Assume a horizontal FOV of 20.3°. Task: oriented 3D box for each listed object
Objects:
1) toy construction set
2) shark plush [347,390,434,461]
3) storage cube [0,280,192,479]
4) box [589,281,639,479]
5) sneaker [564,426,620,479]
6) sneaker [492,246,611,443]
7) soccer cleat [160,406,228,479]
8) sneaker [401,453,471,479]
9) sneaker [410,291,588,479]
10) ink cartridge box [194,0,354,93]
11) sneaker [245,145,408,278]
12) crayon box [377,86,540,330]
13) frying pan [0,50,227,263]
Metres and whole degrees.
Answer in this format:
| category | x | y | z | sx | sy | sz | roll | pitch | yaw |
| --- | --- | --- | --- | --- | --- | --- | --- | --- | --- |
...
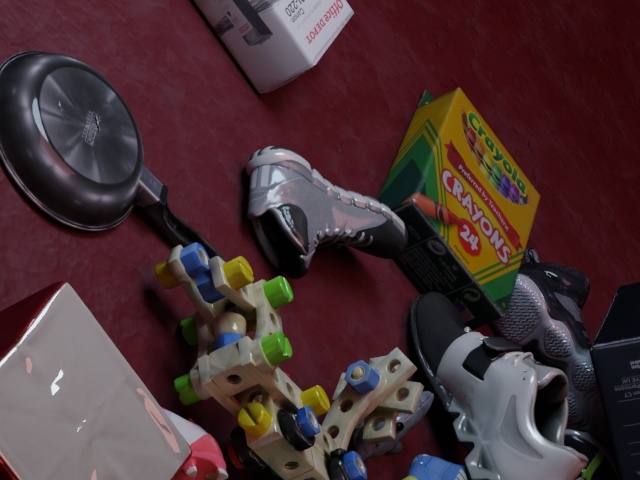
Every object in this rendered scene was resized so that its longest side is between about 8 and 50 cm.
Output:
| category | x | y | z | sx | sy | sz | roll | pitch | yaw |
| --- | --- | --- | --- | --- | --- | --- | --- | --- | --- |
| toy construction set | -0.032 | 0.148 | 1.820 | 0.328 | 0.151 | 0.215 | 32 | 31 | -39 |
| shark plush | 0.066 | 0.206 | 1.979 | 0.161 | 0.067 | 0.073 | -13 | 80 | -57 |
| storage cube | -0.252 | 0.180 | 1.430 | 0.215 | 0.193 | 0.183 | 55 | 34 | -13 |
| box | 0.508 | 0.262 | 2.312 | 0.293 | 0.212 | 0.395 | -39 | 116 | -69 |
| sneaker | 0.345 | 0.349 | 2.263 | 0.097 | 0.084 | 0.234 | -24 | 89 | -56 |
| sneaker | 0.330 | 0.132 | 2.368 | 0.268 | 0.101 | 0.153 | 56 | 36 | -10 |
| soccer cleat | -0.191 | 0.181 | 1.640 | 0.248 | 0.083 | 0.095 | 21 | 22 | -41 |
| sneaker | 0.177 | 0.329 | 2.033 | 0.240 | 0.091 | 0.126 | 46 | 36 | -25 |
| sneaker | 0.217 | 0.171 | 2.098 | 0.122 | 0.146 | 0.330 | 33 | 25 | -48 |
| ink cartridge box | -0.073 | -0.304 | 2.103 | 0.218 | 0.092 | 0.158 | 56 | 34 | -17 |
| sneaker | 0.000 | 0.000 | 2.024 | 0.229 | 0.086 | 0.132 | 29 | 51 | -28 |
| crayon box | 0.182 | -0.056 | 2.308 | 0.202 | 0.081 | 0.318 | 50 | 35 | -21 |
| frying pan | -0.208 | -0.053 | 1.789 | 0.326 | 0.053 | 0.197 | 54 | 35 | -11 |
